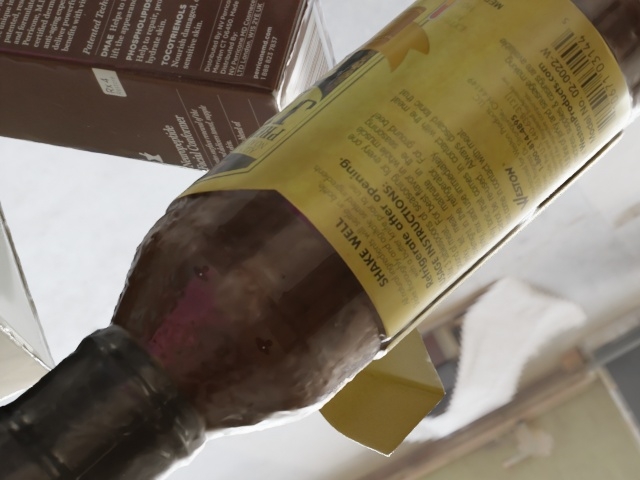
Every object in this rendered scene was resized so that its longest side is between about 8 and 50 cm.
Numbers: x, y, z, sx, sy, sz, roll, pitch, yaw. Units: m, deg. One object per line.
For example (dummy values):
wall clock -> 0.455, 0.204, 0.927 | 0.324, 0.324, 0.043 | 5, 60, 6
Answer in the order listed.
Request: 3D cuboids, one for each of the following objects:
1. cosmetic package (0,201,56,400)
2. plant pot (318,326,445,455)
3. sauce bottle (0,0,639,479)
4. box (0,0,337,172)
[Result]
cosmetic package -> -0.299, 0.042, 0.638 | 0.309, 0.160, 0.113 | -22, 154, -1
plant pot -> 0.034, 0.111, 1.114 | 0.083, 0.081, 0.081 | 19, 122, -34
sauce bottle -> 0.000, 0.000, 0.591 | 0.344, 0.111, 0.111 | -40, 161, -18
box -> -0.187, -0.175, 1.319 | 0.381, 0.143, 0.191 | 11, 158, 15
